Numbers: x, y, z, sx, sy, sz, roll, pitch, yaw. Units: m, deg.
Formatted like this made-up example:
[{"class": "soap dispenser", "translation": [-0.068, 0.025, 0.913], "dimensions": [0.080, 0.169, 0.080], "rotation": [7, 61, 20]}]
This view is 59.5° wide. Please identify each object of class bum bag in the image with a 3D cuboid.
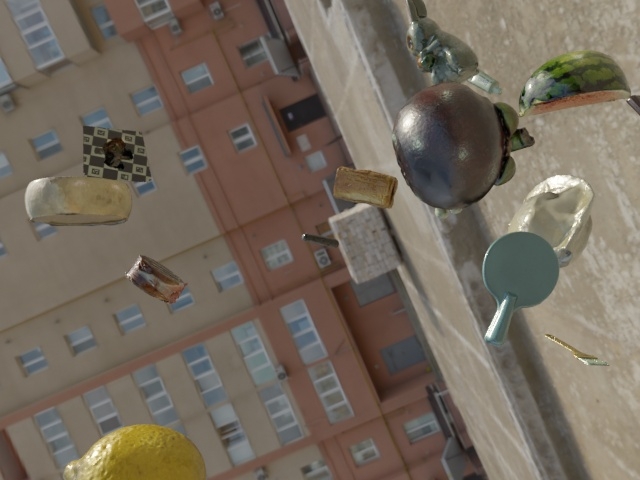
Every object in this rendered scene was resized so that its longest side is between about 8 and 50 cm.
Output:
[{"class": "bum bag", "translation": [0.812, -0.305, 1.320], "dimensions": [0.026, 0.159, 0.109], "rotation": [109, 146, -50]}]

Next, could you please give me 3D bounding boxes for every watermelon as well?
[{"class": "watermelon", "translation": [0.696, -0.407, 1.485], "dimensions": [0.128, 0.303, 0.159], "rotation": [-93, -7, -57]}]

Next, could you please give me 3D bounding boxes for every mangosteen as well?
[{"class": "mangosteen", "translation": [0.230, -0.166, 0.950], "dimensions": [0.216, 0.216, 0.216], "rotation": [-23, -90, -89]}]

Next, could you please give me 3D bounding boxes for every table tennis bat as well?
[{"class": "table tennis bat", "translation": [0.394, 0.099, 1.141], "dimensions": [0.040, 0.153, 0.244], "rotation": [69, -137, -83]}]

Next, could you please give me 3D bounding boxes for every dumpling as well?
[{"class": "dumpling", "translation": [0.520, -0.051, 1.298], "dimensions": [0.175, 0.226, 0.243], "rotation": [23, 176, -43]}]

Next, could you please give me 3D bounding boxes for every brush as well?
[{"class": "brush", "translation": [0.737, 0.320, 1.644], "dimensions": [0.218, 0.083, 0.010], "rotation": [-145, 65, -66]}]

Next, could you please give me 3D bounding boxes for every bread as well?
[{"class": "bread", "translation": [0.091, -0.110, 1.158], "dimensions": [0.053, 0.132, 0.074], "rotation": [-14, -66, -73]}, {"class": "bread", "translation": [-0.451, 0.108, 1.541], "dimensions": [0.160, 0.073, 0.160], "rotation": [33, 175, 4]}]

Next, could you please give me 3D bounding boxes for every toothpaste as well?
[{"class": "toothpaste", "translation": [0.450, -0.484, 1.638], "dimensions": [0.218, 0.064, 0.041], "rotation": [49, -177, 35]}]

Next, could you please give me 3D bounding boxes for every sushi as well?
[{"class": "sushi", "translation": [-0.620, -0.248, 1.686], "dimensions": [0.040, 0.193, 0.210], "rotation": [-53, 45, 46]}]

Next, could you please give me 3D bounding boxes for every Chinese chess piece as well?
[{"class": "Chinese chess piece", "translation": [-0.607, -0.095, 1.415], "dimensions": [0.250, 0.250, 0.103], "rotation": [50, -143, -86]}]

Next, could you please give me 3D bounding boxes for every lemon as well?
[{"class": "lemon", "translation": [-0.340, 0.459, 1.030], "dimensions": [0.228, 0.254, 0.228], "rotation": [180, 90, -76]}]

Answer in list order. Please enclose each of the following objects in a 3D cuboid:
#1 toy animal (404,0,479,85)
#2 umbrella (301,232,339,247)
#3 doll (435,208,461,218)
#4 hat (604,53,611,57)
[{"class": "toy animal", "translation": [0.257, -0.444, 1.272], "dimensions": [0.236, 0.138, 0.108], "rotation": [58, 144, 19]}, {"class": "umbrella", "translation": [-0.001, 0.000, 1.805], "dimensions": [0.036, 0.133, 0.031], "rotation": [-20, 62, 55]}, {"class": "doll", "translation": [0.455, -0.207, 1.900], "dimensions": [0.113, 0.275, 0.155], "rotation": [37, 155, -17]}, {"class": "hat", "translation": [0.780, -0.492, 1.567], "dimensions": [0.042, 0.058, 0.087], "rotation": [93, -171, -47]}]
